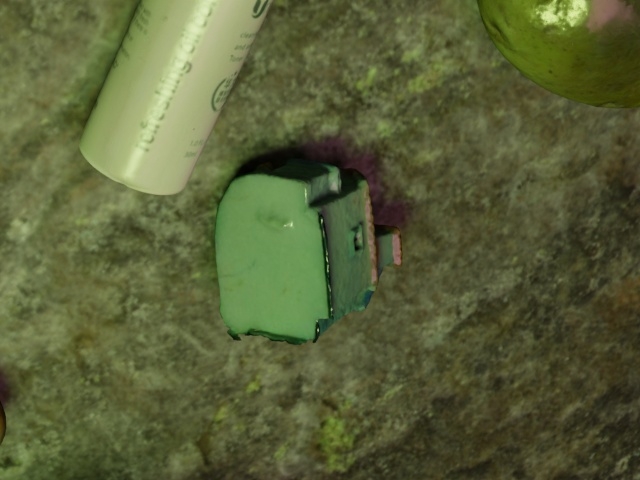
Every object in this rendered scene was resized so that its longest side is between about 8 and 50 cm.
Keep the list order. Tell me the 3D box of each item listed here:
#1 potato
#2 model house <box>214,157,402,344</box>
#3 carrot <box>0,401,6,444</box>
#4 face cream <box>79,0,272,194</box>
[{"bbox_3d":[0.248,-0.201,1.520,0.228,0.148,0.197,30,89,-40],"label":"potato"},{"bbox_3d":[0.000,0.000,1.553,0.149,0.119,0.148,-20,111,-50],"label":"model house"},{"bbox_3d":[-0.338,0.073,1.410,0.078,0.078,0.298,-38,130,-3],"label":"carrot"},{"bbox_3d":[-0.079,-0.185,1.363,0.092,0.092,0.311,11,115,-37],"label":"face cream"}]
